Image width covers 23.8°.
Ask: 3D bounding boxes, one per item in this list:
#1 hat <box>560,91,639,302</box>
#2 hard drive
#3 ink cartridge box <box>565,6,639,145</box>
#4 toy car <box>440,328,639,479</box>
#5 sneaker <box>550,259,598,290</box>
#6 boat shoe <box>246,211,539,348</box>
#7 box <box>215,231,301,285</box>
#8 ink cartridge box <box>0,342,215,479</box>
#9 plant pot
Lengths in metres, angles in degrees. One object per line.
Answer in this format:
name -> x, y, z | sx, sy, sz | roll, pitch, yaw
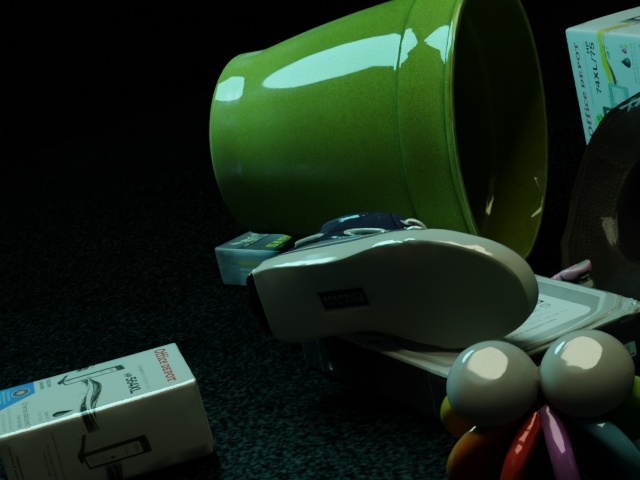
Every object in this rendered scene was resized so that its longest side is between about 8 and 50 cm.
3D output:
hat -> 0.423, -0.038, 1.678 | 0.134, 0.331, 0.331 | 24, -5, -30
hard drive -> 0.156, 0.099, 1.596 | 0.237, 0.064, 0.339 | -19, 16, -25
ink cartridge box -> 0.529, -0.242, 2.277 | 0.197, 0.198, 0.270 | -17, 15, -15
toy car -> 0.187, 0.164, 1.225 | 0.182, 0.159, 0.136 | -8, 50, 15
sneaker -> 0.272, 0.062, 1.670 | 0.047, 0.057, 0.119 | -28, -6, -18
boat shoe -> 0.093, 0.022, 1.548 | 0.340, 0.127, 0.158 | -1, 26, 38
box -> 0.000, 0.000, 2.093 | 0.183, 0.056, 0.231 | 3, 21, 44
ink cartridge box -> -0.222, 0.185, 1.541 | 0.203, 0.086, 0.148 | -16, 15, -11
plant pot -> 0.065, -0.136, 1.909 | 0.353, 0.366, 0.366 | -3, 18, 25
